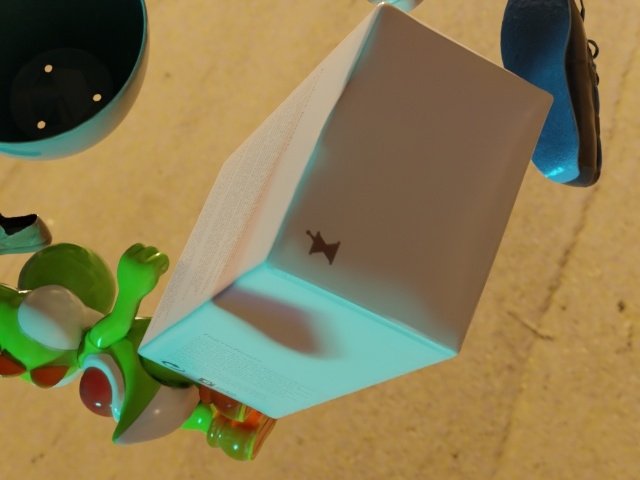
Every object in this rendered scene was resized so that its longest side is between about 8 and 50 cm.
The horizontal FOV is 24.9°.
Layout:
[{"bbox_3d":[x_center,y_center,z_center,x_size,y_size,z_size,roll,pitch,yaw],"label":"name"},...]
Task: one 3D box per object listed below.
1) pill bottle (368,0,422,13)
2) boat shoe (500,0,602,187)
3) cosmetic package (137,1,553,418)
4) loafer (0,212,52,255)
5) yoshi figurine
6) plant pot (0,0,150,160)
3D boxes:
[{"bbox_3d":[0.068,-0.316,1.671,0.067,0.120,0.067,-32,14,9],"label":"pill bottle"},{"bbox_3d":[0.256,-0.174,1.600,0.109,0.089,0.258,-13,67,36],"label":"boat shoe"},{"bbox_3d":[0.000,0.000,1.242,0.230,0.161,0.453,-67,12,-18],"label":"cosmetic package"},{"bbox_3d":[-0.423,-0.008,1.871,0.056,0.148,0.050,-117,21,-51],"label":"loafer"},{"bbox_3d":[-0.209,0.095,1.585,0.203,0.362,0.203,-3,-69,-76],"label":"yoshi figurine"},{"bbox_3d":[-0.340,-0.216,1.787,0.290,0.290,0.195,-63,-12,-15],"label":"plant pot"}]
